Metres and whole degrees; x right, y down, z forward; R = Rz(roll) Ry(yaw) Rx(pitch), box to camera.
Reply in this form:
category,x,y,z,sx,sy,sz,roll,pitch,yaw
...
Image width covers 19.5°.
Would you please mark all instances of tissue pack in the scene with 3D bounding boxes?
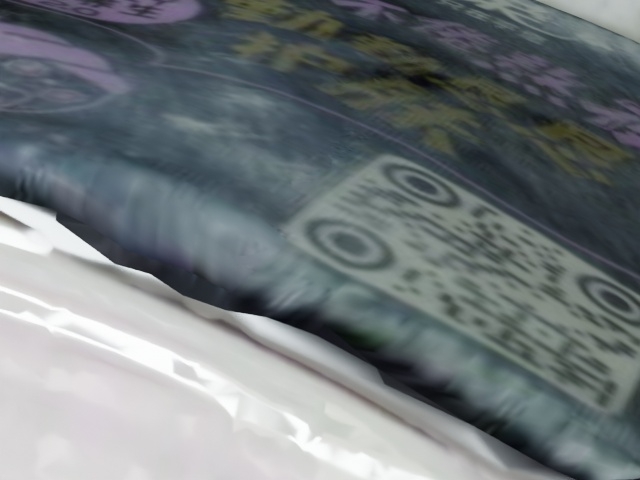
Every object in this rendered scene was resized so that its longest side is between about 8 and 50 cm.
category,x,y,z,sx,sy,sz,roll,pitch,yaw
tissue pack,0.000,0.000,0.525,0.259,0.361,0.122,23,108,11
